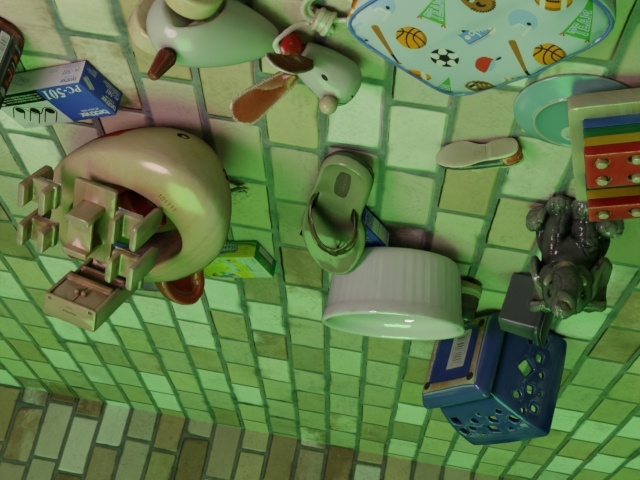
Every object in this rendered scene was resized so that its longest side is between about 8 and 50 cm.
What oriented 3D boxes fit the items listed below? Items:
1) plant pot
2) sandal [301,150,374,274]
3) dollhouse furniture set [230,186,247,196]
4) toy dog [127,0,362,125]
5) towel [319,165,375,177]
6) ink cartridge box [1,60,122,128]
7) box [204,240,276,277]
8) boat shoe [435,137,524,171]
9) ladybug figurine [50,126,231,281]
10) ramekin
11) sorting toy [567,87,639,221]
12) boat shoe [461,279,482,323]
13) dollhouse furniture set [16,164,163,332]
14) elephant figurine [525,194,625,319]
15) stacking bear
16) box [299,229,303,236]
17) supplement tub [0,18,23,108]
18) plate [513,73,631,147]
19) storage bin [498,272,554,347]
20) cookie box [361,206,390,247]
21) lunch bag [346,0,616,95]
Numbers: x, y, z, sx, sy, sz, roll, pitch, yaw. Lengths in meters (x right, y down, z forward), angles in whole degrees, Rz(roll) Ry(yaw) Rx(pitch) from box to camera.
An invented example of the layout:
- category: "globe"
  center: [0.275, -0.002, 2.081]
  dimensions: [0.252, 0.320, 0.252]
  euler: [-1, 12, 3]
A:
- category: "plant pot"
  center: [0.368, 0.293, 2.213]
  dimensions: [0.212, 0.236, 0.236]
  euler: [32, 149, -23]
- category: "sandal"
  center: [0.021, -0.035, 1.765]
  dimensions: [0.120, 0.086, 0.303]
  euler: [15, 144, 7]
- category: "dollhouse furniture set"
  center: [-0.194, -0.103, 1.877]
  dimensions: [0.081, 0.091, 0.114]
  euler: [-20, -161, -30]
- category: "toy dog"
  center: [-0.106, -0.243, 1.362]
  dimensions: [0.333, 0.161, 0.220]
  euler: [13, 155, -1]
- category: "towel"
  center: [0.046, -0.118, 1.736]
  dimensions: [0.083, 0.009, 0.060]
  euler: [-5, 151, 32]
- category: "ink cartridge box"
  center: [-0.437, -0.237, 1.659]
  dimensions: [0.207, 0.046, 0.097]
  euler: [-4, 152, 30]
- category: "box"
  center: [-0.195, 0.042, 2.143]
  dimensions: [0.179, 0.043, 0.105]
  euler: [-2, 152, 23]
- category: "boat shoe"
  center: [0.248, -0.130, 1.580]
  dimensions: [0.137, 0.049, 0.043]
  euler: [-7, 152, 25]
- category: "ladybug figurine"
  center: [-0.313, -0.070, 1.778]
  dimensions: [0.305, 0.162, 0.449]
  euler: [44, 142, -22]
- category: "ramekin"
  center: [0.144, 0.104, 1.960]
  dimensions: [0.277, 0.135, 0.277]
  euler: [4, 166, 1]
- category: "sorting toy"
  center: [0.487, -0.109, 1.426]
  dimensions: [0.255, 0.089, 0.257]
  euler: [-4, 151, 15]
- category: "boat shoe"
  center: [0.222, 0.153, 2.129]
  dimensions: [0.102, 0.092, 0.285]
  euler: [28, 151, -31]
- category: "dollhouse furniture set"
  center: [-0.370, 0.001, 1.686]
  dimensions: [0.212, 0.161, 0.242]
  euler: [20, 123, 11]
- category: "elephant figurine"
  center: [0.406, 0.059, 1.674]
  dimensions: [0.186, 0.239, 0.169]
  euler: [27, 151, -29]
- category: "stacking bear"
  center: [-0.387, 0.014, 2.041]
  dimensions: [0.289, 0.175, 0.164]
  euler: [14, -173, 25]
- category: "box"
  center: [0.000, 0.000, 1.942]
  dimensions: [0.083, 0.018, 0.067]
  euler: [33, 172, -1]
- category: "supplement tub"
  center: [-0.524, -0.236, 1.520]
  dimensions: [0.106, 0.198, 0.106]
  euler: [10, 156, 5]
- category: "plate"
  center: [0.371, -0.175, 1.454]
  dimensions: [0.188, 0.024, 0.188]
  euler: [9, 154, 4]
- category: "storage bin"
  center: [0.402, 0.125, 1.958]
  dimensions: [0.091, 0.135, 0.098]
  euler: [12, 157, 23]
- category: "cookie box"
  center: [0.067, -0.020, 1.895]
  dimensions: [0.091, 0.040, 0.107]
  euler: [-4, 151, 31]
- category: "lunch bag"
  center: [0.186, -0.294, 1.187]
  dimensions: [0.243, 0.115, 0.303]
  euler: [29, 151, -27]
